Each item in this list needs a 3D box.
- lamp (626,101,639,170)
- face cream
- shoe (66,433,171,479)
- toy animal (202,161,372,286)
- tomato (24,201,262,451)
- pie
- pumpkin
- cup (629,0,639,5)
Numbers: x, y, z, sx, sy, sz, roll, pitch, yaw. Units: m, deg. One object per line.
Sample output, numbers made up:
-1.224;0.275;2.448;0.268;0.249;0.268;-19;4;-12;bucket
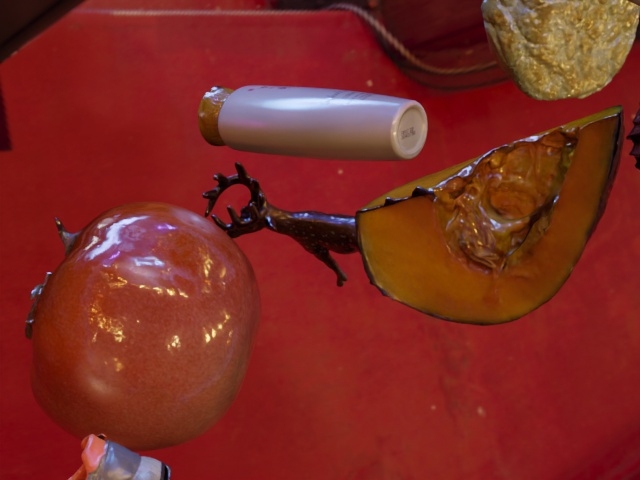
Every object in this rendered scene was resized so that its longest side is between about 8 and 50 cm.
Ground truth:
0.379;-0.101;0.874;0.247;0.247;0.247;12;72;-40;lamp
-0.010;-0.086;0.768;0.072;0.182;0.051;-27;118;-48;face cream
-0.200;0.232;0.796;0.077;0.074;0.194;40;86;-13;shoe
0.001;-0.018;1.317;0.260;0.243;0.087;54;37;-61;toy animal
-0.177;0.087;1.063;0.224;0.256;0.256;16;62;4;tomato
0.367;-0.341;1.574;0.274;0.105;0.257;-37;102;-19;pie
0.211;-0.018;1.115;0.148;0.312;0.169;-30;98;-59;pumpkin
0.248;-0.316;0.687;0.289;0.219;0.258;28;49;-10;cup
